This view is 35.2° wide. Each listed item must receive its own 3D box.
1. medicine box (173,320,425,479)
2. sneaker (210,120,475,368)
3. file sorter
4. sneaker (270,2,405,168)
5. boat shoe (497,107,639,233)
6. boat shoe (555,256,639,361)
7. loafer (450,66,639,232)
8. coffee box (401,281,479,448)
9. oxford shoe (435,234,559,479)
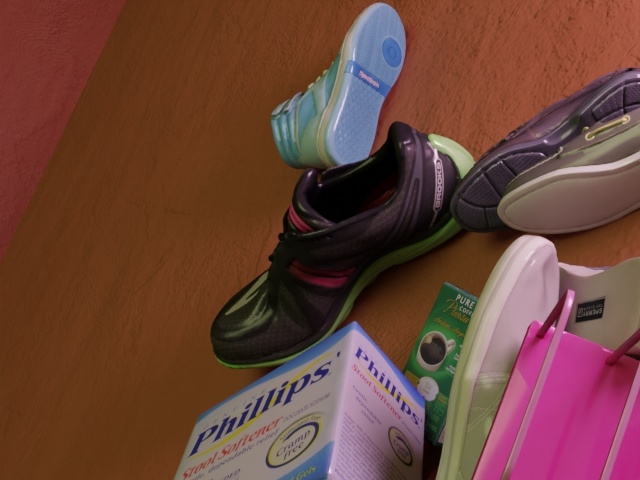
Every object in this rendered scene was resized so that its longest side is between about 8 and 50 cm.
[{"bbox_3d":[-0.031,0.273,1.139,0.263,0.149,0.289,-33,19,21],"label":"medicine box"},{"bbox_3d":[0.000,0.000,1.457,0.483,0.202,0.185,-42,35,17],"label":"sneaker"},{"bbox_3d":[0.290,0.191,0.827,0.182,0.291,0.202,85,-152,-71],"label":"file sorter"},{"bbox_3d":[0.015,-0.260,1.733,0.208,0.127,0.319,-3,58,48],"label":"sneaker"},{"bbox_3d":[0.353,-0.094,1.201,0.305,0.109,0.091,-21,45,31],"label":"boat shoe"},{"bbox_3d":[0.335,0.092,1.065,0.340,0.158,0.127,162,121,-79],"label":"boat shoe"},{"bbox_3d":[0.301,-0.117,1.305,0.302,0.109,0.095,-35,19,17],"label":"loafer"},{"bbox_3d":[0.160,0.154,1.250,0.113,0.040,0.184,28,94,57],"label":"coffee box"},{"bbox_3d":[0.193,0.216,0.995,0.130,0.169,0.449,6,75,32],"label":"oxford shoe"}]
